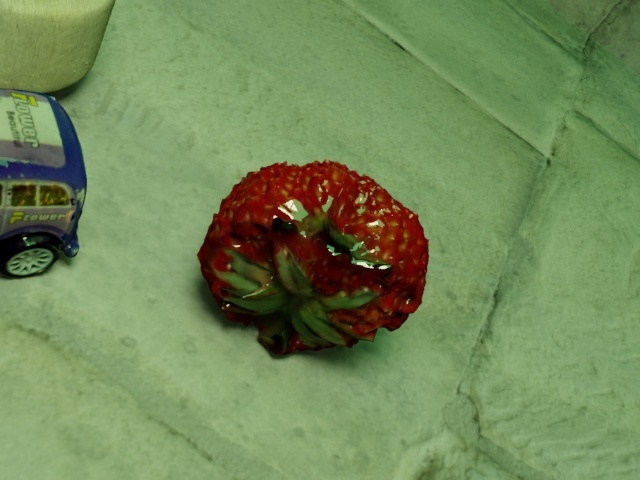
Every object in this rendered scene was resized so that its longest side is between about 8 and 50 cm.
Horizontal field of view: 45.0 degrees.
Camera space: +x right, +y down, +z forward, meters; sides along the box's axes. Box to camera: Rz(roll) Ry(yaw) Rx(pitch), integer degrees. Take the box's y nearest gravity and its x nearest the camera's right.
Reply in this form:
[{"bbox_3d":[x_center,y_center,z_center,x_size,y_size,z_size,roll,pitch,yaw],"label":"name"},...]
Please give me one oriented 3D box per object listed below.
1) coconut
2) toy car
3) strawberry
[{"bbox_3d":[-0.360,-0.313,0.912,0.237,0.266,0.237,14,56,-22],"label":"coconut"},{"bbox_3d":[-0.356,-0.069,0.783,0.235,0.158,0.172,-6,58,-38],"label":"toy car"},{"bbox_3d":[-0.003,0.002,0.921,0.261,0.261,0.258,26,51,-14],"label":"strawberry"}]
